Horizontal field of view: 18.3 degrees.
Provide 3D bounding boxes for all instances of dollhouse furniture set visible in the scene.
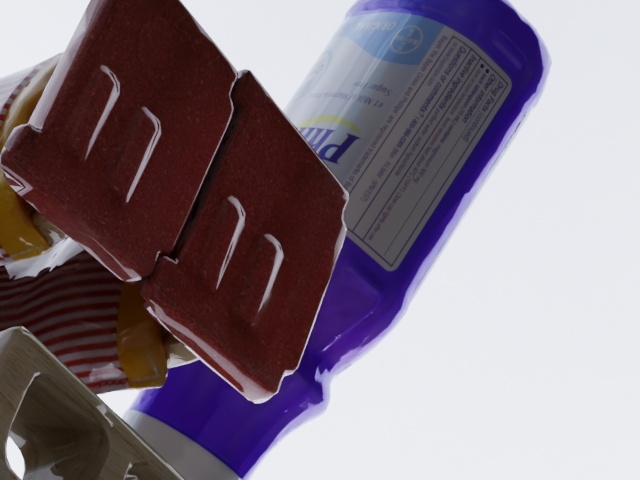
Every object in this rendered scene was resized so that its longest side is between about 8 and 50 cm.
[{"bbox_3d":[-0.147,0.088,0.715,0.201,0.152,0.374,-17,-141,37],"label":"dollhouse furniture set"}]

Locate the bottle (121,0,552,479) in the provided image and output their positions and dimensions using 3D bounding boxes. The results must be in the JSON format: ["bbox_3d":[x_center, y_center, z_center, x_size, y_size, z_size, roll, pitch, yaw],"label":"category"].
[{"bbox_3d":[0.000,0.000,0.959,0.092,0.118,0.283,41,-107,-26],"label":"bottle"}]
